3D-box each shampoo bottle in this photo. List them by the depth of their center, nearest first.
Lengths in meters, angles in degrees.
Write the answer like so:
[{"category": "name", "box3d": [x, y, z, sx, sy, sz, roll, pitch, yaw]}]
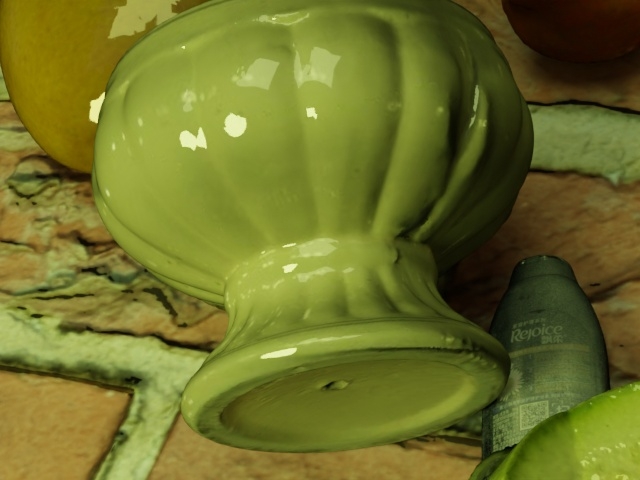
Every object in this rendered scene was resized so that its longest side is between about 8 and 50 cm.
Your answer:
[{"category": "shampoo bottle", "box3d": [0.150, 0.111, 1.236, 0.087, 0.049, 0.234, -10, 48, 16]}]

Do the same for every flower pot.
[{"category": "flower pot", "box3d": [0.000, 0.000, 1.235, 0.307, 0.307, 0.244, -11, 66, 9]}]

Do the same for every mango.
[{"category": "mango", "box3d": [-0.086, -0.234, 1.501, 0.300, 0.232, 0.446, 25, 69, 28]}]

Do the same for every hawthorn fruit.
[{"category": "hawthorn fruit", "box3d": [0.218, -0.226, 1.434, 0.189, 0.189, 0.189, -9, 48, 10]}]

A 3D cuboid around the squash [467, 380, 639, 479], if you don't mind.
[{"category": "squash", "box3d": [0.189, 0.178, 1.056, 0.220, 0.133, 0.220, 11, 48, -13]}]
